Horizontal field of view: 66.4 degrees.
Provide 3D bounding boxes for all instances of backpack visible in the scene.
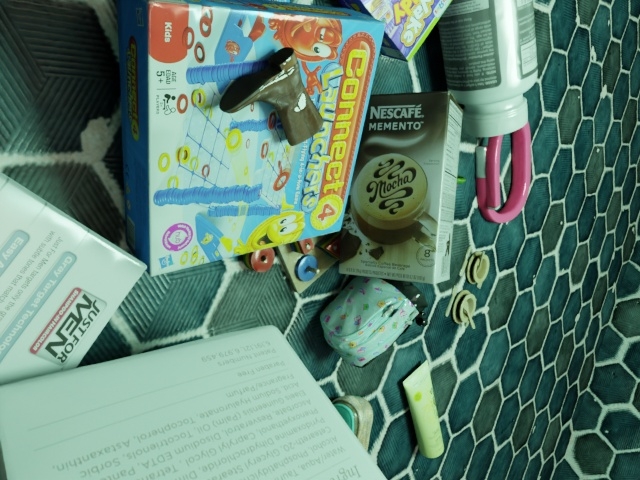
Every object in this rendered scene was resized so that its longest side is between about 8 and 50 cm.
[{"bbox_3d":[0.088,0.138,0.904,0.182,0.152,0.115,-42,121,-13],"label":"backpack"}]

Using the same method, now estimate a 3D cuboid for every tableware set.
[{"bbox_3d":[0.390,0.122,1.244,0.128,0.039,0.194,27,81,-44],"label":"tableware set"}]

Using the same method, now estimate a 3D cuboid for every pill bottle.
[{"bbox_3d":[0.332,-0.378,0.971,0.176,0.176,0.319,-36,122,-32],"label":"pill bottle"}]

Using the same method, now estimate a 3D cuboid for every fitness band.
[{"bbox_3d":[0.469,-0.185,1.236,0.209,0.054,0.291,-27,119,-37],"label":"fitness band"}]

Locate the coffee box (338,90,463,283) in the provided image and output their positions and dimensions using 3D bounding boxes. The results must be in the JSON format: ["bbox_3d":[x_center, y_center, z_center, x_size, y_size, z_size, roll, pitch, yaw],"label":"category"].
[{"bbox_3d":[0.136,-0.086,0.826,0.118,0.168,0.298,0,94,-64],"label":"coffee box"}]

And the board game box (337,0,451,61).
[{"bbox_3d":[0.159,-0.505,0.774,0.233,0.078,0.347,30,97,-44],"label":"board game box"}]

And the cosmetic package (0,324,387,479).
[{"bbox_3d":[-0.125,0.356,0.494,0.327,0.394,0.330,-4,130,-43],"label":"cosmetic package"}]

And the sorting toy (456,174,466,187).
[{"bbox_3d":[0.255,-0.124,1.042,0.101,0.061,0.042,6,112,-17],"label":"sorting toy"}]

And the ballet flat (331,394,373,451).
[{"bbox_3d":[0.052,0.460,0.967,0.106,0.107,0.316,6,97,-58],"label":"ballet flat"}]

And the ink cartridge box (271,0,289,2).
[{"bbox_3d":[-0.132,-0.341,0.589,0.190,0.082,0.140,4,85,-46],"label":"ink cartridge box"}]

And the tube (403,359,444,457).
[{"bbox_3d":[0.247,0.409,1.169,0.070,0.062,0.240,-73,150,-67],"label":"tube"}]

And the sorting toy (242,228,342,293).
[{"bbox_3d":[0.000,0.000,0.838,0.274,0.046,0.132,-40,125,-30],"label":"sorting toy"}]

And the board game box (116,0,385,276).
[{"bbox_3d":[-0.085,-0.133,0.618,0.301,0.086,0.309,-14,129,-36],"label":"board game box"}]

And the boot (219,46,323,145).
[{"bbox_3d":[-0.049,-0.141,0.553,0.106,0.037,0.114,-40,144,-10],"label":"boot"}]

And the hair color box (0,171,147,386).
[{"bbox_3d":[-0.372,-0.003,0.436,0.374,0.113,0.185,44,70,-40],"label":"hair color box"}]
